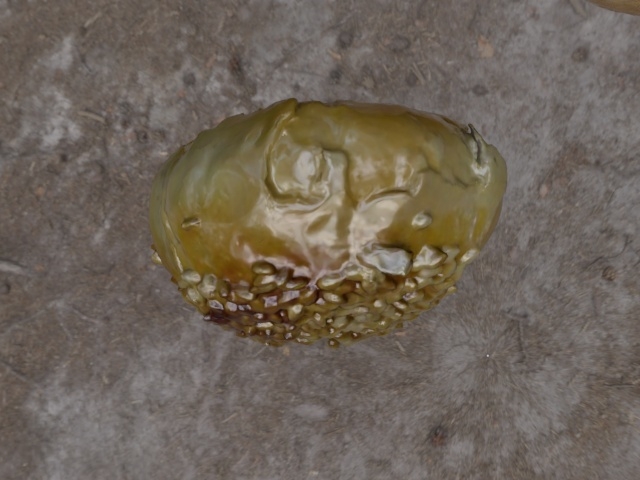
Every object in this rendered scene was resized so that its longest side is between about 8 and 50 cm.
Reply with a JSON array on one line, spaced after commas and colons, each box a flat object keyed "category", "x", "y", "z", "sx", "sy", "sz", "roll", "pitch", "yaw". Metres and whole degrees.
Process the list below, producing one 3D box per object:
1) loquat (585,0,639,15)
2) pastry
[{"category": "loquat", "x": 0.277, "y": -0.327, "z": 0.440, "sx": 0.329, "sy": 0.328, "sz": 0.328, "roll": -3, "pitch": 79, "yaw": 14}, {"category": "pastry", "x": 0.000, "y": 0.000, "z": 0.533, "sx": 0.316, "sy": 0.285, "sz": 0.184, "roll": -8, "pitch": 83, "yaw": 53}]
